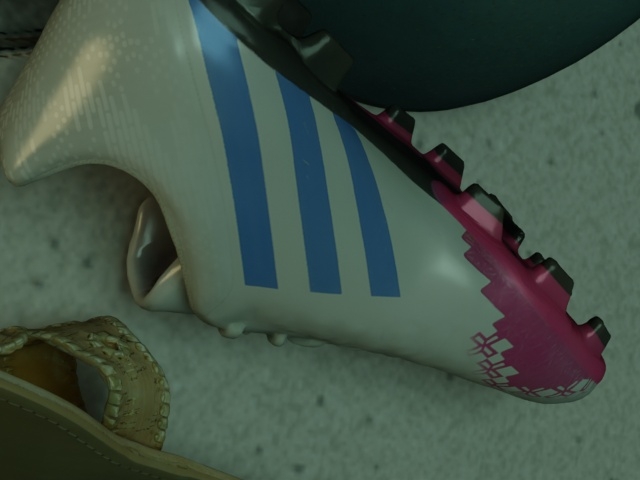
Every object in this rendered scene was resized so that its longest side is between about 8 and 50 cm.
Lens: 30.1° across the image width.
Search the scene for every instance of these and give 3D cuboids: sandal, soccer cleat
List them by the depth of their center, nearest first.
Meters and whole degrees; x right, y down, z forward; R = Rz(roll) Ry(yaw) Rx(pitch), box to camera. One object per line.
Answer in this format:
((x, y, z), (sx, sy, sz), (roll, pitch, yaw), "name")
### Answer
((-0.097, 0.073, 0.510), (0.240, 0.088, 0.079), (34, 42, -33), "sandal")
((0.000, 0.000, 0.547), (0.143, 0.116, 0.331), (-44, 123, 9), "soccer cleat")

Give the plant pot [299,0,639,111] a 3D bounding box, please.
((0.093, -0.213, 0.538), (0.290, 0.195, 0.290), (0, 89, -31), "plant pot")
